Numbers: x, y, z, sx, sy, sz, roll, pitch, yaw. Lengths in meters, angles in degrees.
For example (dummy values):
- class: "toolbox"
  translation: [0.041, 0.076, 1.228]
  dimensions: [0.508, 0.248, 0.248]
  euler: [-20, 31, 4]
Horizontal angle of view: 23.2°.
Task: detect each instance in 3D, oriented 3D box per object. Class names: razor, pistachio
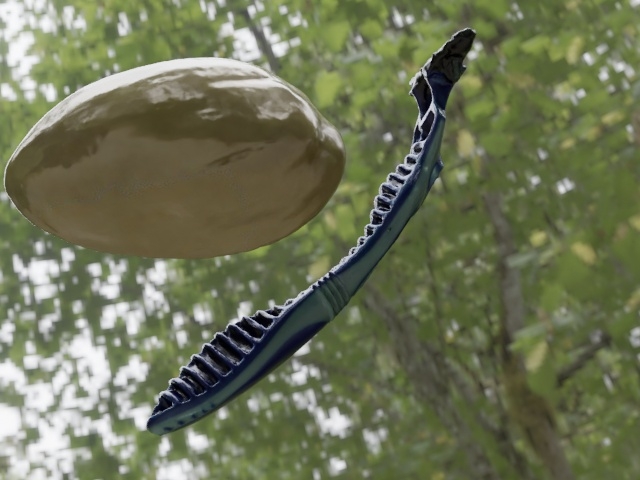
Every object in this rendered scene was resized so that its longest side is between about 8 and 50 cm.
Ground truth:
- class: "razor"
  translation: [0.004, 0.002, 0.467]
  dimensions: [0.028, 0.154, 0.044]
  euler: [39, -19, -2]
- class: "pistachio"
  translation: [-0.096, -0.053, 1.045]
  dimensions: [0.226, 0.136, 0.136]
  euler: [-8, -44, 0]
